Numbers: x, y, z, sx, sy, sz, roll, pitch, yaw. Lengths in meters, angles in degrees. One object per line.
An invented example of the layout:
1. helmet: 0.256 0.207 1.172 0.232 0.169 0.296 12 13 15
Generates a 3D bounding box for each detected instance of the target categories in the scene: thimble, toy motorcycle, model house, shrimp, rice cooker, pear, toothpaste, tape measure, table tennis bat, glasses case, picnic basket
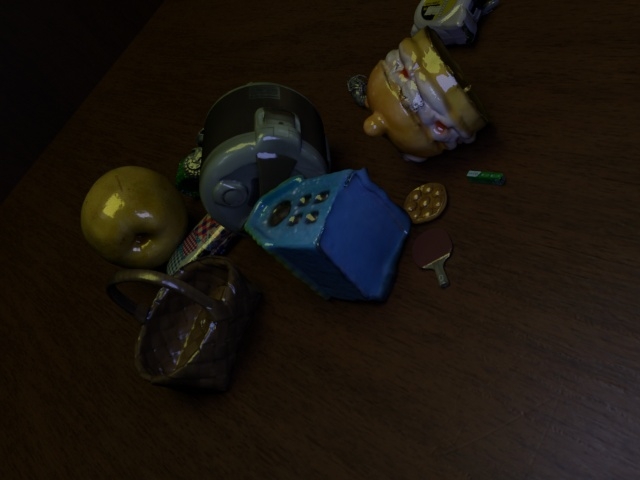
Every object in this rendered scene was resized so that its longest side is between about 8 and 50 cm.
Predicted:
1. thimble: -0.376 -0.192 2.042 0.130 0.118 0.090 -42 33 52
2. toy motorcycle: -0.252 -0.273 1.955 0.307 0.108 0.173 -9 65 8
3. model house: 0.000 0.000 1.437 0.303 0.237 0.215 -6 53 42
4. shrimp: 0.107 -0.419 1.841 0.065 0.057 0.165 -46 46 26
5. rice cooker: -0.132 -0.189 1.656 0.335 0.335 0.325 -28 41 22
6. pear: -0.523 -0.062 1.915 0.314 0.314 0.314 -24 44 26
7. toothpaste: 0.344 -0.130 1.401 0.083 0.020 0.017 13 65 47
8. tape measure: 0.337 -0.581 1.740 0.196 0.105 0.178 18 77 50
9. table tennis bat: 0.233 0.035 1.368 0.087 0.013 0.156 -30 40 17
10. glasses case: -0.295 -0.012 1.839 0.327 0.076 0.125 -46 37 -1
11. picnic basket: -0.334 0.158 1.539 0.293 0.337 0.337 -8 52 38

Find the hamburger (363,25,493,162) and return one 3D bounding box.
1. hamburger: 0.215 -0.301 1.480 0.237 0.276 0.276 -33 40 21

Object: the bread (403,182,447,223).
1. bread: 0.228 -0.081 1.462 0.110 0.024 0.110 -23 45 25
